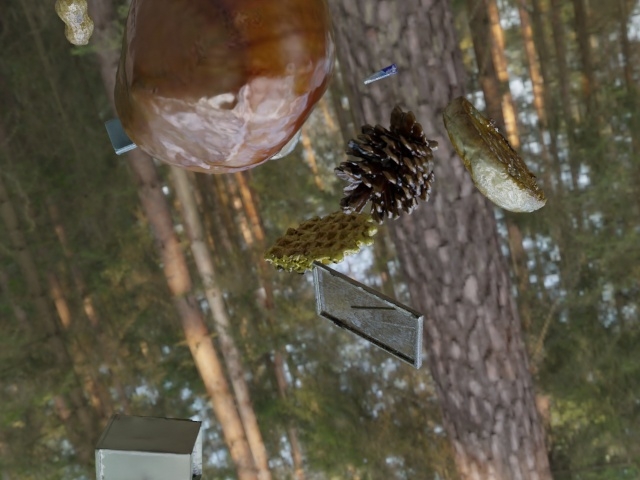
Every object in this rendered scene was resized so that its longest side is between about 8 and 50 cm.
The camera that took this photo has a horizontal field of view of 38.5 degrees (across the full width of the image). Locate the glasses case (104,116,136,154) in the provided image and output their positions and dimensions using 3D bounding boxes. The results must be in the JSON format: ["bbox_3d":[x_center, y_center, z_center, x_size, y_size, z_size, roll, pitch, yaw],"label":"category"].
[{"bbox_3d":[-0.416,-0.317,2.355,0.266,0.056,0.105,-22,-125,-1],"label":"glasses case"}]

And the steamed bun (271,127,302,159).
[{"bbox_3d":[-0.132,-0.319,2.382,0.177,0.228,0.130,2,-132,3],"label":"steamed bun"}]

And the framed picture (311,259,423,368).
[{"bbox_3d":[0.102,0.165,2.023,0.281,0.209,0.019,27,-122,22],"label":"framed picture"}]

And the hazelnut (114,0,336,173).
[{"bbox_3d":[-0.136,-0.266,1.368,0.372,0.372,0.315,-27,-122,-30],"label":"hazelnut"}]

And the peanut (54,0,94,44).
[{"bbox_3d":[-0.650,-0.588,2.422,0.089,0.192,0.089,0,-125,0],"label":"peanut"}]

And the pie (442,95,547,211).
[{"bbox_3d":[0.362,-0.176,1.950,0.092,0.315,0.315,-37,-168,20],"label":"pie"}]

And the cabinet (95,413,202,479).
[{"bbox_3d":[-0.372,0.484,2.018,0.206,0.145,0.150,3,-161,1],"label":"cabinet"}]

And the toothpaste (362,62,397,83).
[{"bbox_3d":[0.137,-0.379,2.098,0.083,0.024,0.015,-24,-148,-5],"label":"toothpaste"}]

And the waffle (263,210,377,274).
[{"bbox_3d":[0.001,0.003,2.372,0.307,0.060,0.312,-25,-161,-2],"label":"waffle"}]

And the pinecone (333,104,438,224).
[{"bbox_3d":[0.119,-0.127,1.679,0.169,0.185,0.212,-14,-157,51],"label":"pinecone"}]
